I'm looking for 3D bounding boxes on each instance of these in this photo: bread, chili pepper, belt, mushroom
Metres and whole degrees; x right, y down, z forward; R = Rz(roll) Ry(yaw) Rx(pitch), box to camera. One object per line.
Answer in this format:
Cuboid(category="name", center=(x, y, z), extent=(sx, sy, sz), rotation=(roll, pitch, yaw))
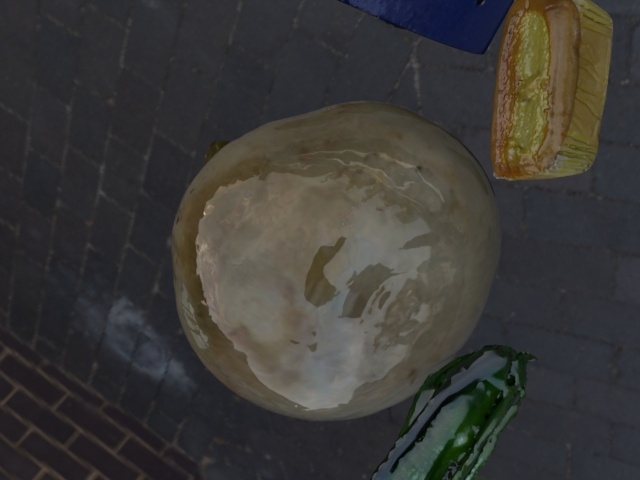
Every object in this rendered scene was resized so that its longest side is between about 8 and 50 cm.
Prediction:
Cuboid(category="bread", center=(0.342, -0.228, 1.329), extent=(0.119, 0.288, 0.152), rotation=(10, 176, -29))
Cuboid(category="chili pepper", center=(0.077, 0.191, 0.431), extent=(0.122, 0.065, 0.278), rotation=(-15, 96, 22))
Cuboid(category="belt", center=(0.062, -0.310, 0.928), extent=(0.117, 0.347, 0.212), rotation=(-61, 38, 23))
Cuboid(category="mushroom", center=(0.000, 0.000, 0.804), extent=(0.292, 0.293, 0.290), rotation=(65, 176, -29))

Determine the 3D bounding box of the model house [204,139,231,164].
Cuboid(category="model house", center=(-0.063, -0.003, 1.123), extent=(0.239, 0.173, 0.268), rotation=(36, 153, 8))
